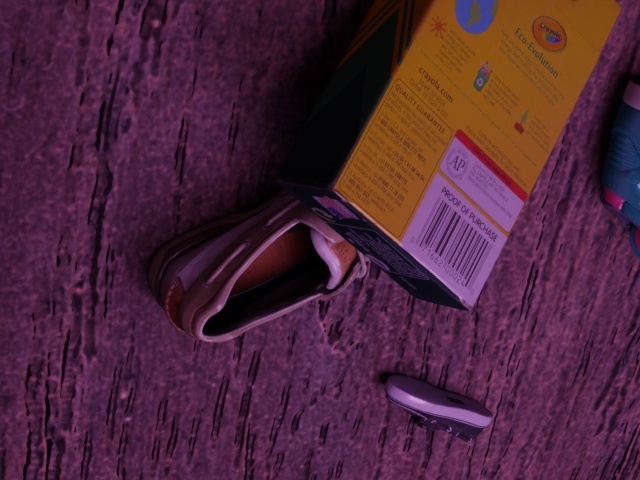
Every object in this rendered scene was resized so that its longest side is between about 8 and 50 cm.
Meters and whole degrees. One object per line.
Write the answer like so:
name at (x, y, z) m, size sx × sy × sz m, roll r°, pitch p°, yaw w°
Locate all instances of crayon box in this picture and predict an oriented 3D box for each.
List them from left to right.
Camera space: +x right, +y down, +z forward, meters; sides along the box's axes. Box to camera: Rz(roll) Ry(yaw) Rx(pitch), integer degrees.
crayon box at (0.118, -0.127, 1.365) m, size 0.202 × 0.081 × 0.318 m, roll 40°, pitch 72°, yaw -36°

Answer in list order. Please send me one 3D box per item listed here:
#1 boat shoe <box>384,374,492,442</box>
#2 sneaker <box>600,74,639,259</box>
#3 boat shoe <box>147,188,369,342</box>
boat shoe at (0.116, 0.174, 1.611) m, size 0.142 × 0.049 × 0.040 m, roll 21°, pitch 108°, yaw -36°
sneaker at (0.392, -0.035, 1.572) m, size 0.296 × 0.124 × 0.178 m, roll 17°, pitch 105°, yaw -25°
boat shoe at (0.000, 0.000, 1.415) m, size 0.302 × 0.103 × 0.113 m, roll -31°, pitch 126°, yaw -7°
